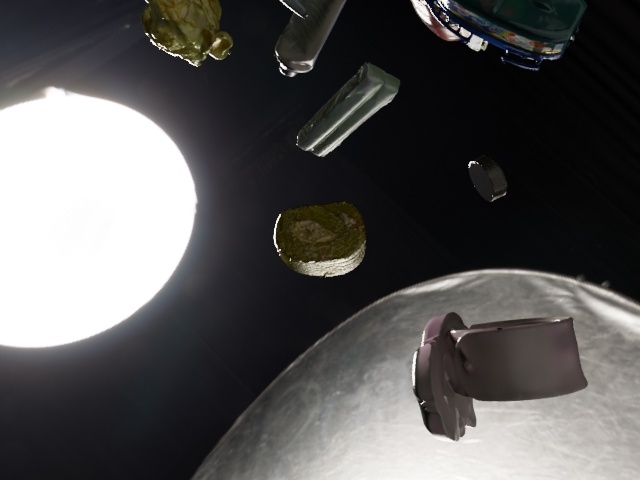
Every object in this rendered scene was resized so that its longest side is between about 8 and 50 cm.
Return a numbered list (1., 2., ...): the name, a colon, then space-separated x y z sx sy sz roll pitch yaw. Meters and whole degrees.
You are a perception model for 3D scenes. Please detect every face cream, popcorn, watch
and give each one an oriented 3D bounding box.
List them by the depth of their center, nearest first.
1. watch: 0.279 0.205 0.753 0.231 0.196 0.244 -11 -9 31
2. popcorn: -0.225 -0.373 0.809 0.136 0.162 0.141 -63 -7 7
3. face cream: -0.034 -0.764 1.681 0.137 0.235 0.420 -1 -41 -38

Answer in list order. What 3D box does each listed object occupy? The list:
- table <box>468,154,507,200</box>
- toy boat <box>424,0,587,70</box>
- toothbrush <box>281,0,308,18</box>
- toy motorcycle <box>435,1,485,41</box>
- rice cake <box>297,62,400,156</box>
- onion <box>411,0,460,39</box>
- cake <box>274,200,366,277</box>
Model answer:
1. table: 0.494 -0.184 1.438 0.043 0.133 0.133 -27 -5 -2
2. toy boat: 0.189 -0.241 0.541 0.091 0.175 0.110 -59 -13 -8
3. toothbrush: -0.179 -0.558 0.892 0.042 0.413 0.035 -55 9 -34
4. toy motorcycle: 0.226 -0.398 0.755 0.106 0.190 0.074 -51 0 6
5. rice cake: 0.044 -0.234 0.902 0.085 0.040 0.226 10 -32 -38
6. onion: 0.313 -0.708 1.291 0.285 0.348 0.347 -2 17 25
7. cake: 0.000 0.000 1.385 0.260 0.179 0.156 -8 -28 3
